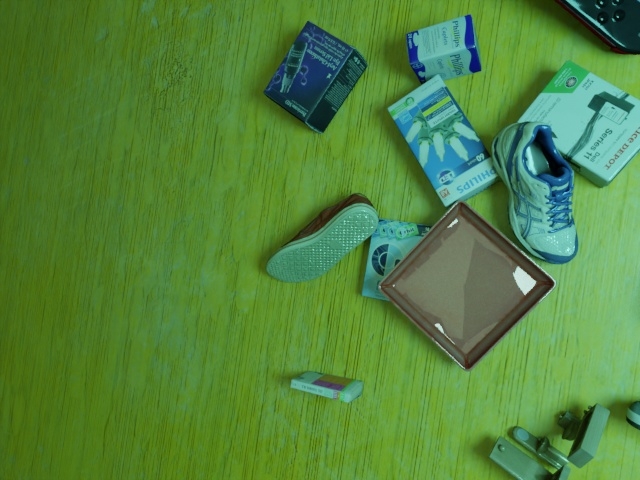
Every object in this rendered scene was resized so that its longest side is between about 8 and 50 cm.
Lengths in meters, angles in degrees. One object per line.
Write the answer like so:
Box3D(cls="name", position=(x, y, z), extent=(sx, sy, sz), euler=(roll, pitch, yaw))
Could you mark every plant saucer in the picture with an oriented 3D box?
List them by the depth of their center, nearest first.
Box3D(cls="plant saucer", position=(0.300, 0.093, 0.997), extent=(0.258, 0.048, 0.259), euler=(43, 98, 10))

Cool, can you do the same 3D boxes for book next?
Box3D(cls="book", position=(0.016, 0.340, 1.109), extent=(0.144, 0.096, 0.035), euler=(7, 90, 25))

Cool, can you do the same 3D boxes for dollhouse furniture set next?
Box3D(cls="dollhouse furniture set", position=(0.430, 0.368, 0.899), extent=(0.123, 0.144, 0.151), euler=(33, 136, 23))

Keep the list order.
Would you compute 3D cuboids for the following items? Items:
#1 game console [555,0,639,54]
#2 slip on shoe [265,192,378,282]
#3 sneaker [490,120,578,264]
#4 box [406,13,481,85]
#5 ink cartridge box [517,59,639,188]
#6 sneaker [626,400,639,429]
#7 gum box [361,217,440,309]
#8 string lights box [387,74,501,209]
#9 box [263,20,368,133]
Box3D(cls="game console", position=(0.588, -0.578, 0.855), extent=(0.342, 0.060, 0.386), euler=(36, 102, -8))
Box3D(cls="slip on shoe", position=(0.000, 0.000, 1.144), extent=(0.331, 0.123, 0.101), euler=(-36, 30, 27))
Box3D(cls="sneaker", position=(0.422, -0.083, 0.900), extent=(0.112, 0.131, 0.296), euler=(-28, 96, -6))
Box3D(cls="box", position=(0.269, -0.406, 1.027), extent=(0.137, 0.126, 0.072), euler=(-9, 82, 24))
Box3D(cls="ink cartridge box", position=(0.519, -0.224, 0.926), extent=(0.208, 0.087, 0.153), euler=(41, 104, 20))
Box3D(cls="sneaker", position=(0.687, 0.252, 0.799), extent=(0.296, 0.124, 0.178), euler=(0, 92, 16))
Box3D(cls="gum box", position=(0.187, 0.050, 1.082), extent=(0.157, 0.041, 0.184), euler=(10, 90, 24))
Box3D(cls="string lights box", position=(0.271, -0.213, 1.041), extent=(0.133, 0.077, 0.259), euler=(-32, 75, 18))
Box3D(cls="box", position=(-0.012, -0.395, 1.162), extent=(0.153, 0.108, 0.207), euler=(38, 101, 21))
